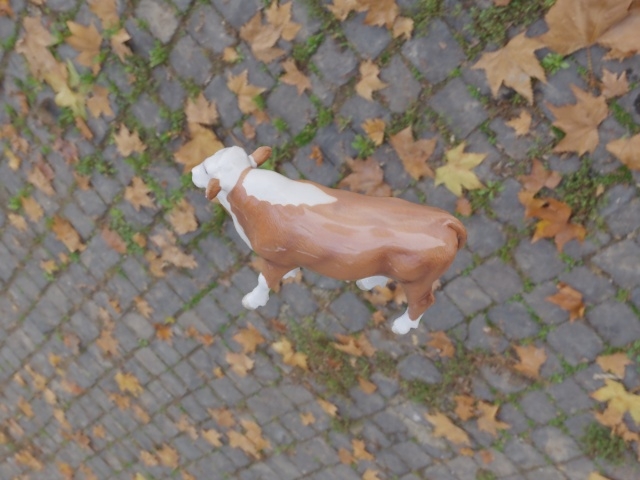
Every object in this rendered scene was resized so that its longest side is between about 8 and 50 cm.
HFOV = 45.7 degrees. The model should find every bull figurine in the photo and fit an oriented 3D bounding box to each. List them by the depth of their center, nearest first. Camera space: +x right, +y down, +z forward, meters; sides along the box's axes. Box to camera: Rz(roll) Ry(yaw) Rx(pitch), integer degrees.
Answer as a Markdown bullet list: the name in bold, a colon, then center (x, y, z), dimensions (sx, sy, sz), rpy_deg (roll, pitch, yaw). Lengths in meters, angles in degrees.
- **bull figurine**: center (0.000, 0.000, 0.846), dimensions (0.310, 0.101, 0.188), rpy_deg (13, 137, 2)
